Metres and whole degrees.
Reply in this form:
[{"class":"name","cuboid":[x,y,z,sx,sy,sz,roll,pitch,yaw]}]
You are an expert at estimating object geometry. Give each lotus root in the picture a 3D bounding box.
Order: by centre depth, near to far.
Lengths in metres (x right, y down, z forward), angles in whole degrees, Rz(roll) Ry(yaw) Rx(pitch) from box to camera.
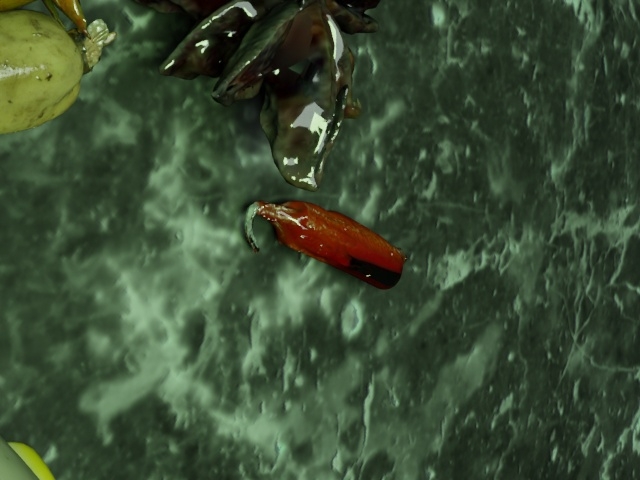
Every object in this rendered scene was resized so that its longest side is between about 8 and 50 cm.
[{"class":"lotus root","cuboid":[-0.185,-0.100,0.706,0.152,0.063,0.072,-25,103,-35]}]

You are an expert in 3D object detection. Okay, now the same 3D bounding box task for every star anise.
[{"class":"star anise","cuboid":[-0.031,-0.171,0.808,0.212,0.129,0.282,7,82,-50]}]

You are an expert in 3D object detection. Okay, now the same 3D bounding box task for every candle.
[{"class":"candle","cuboid":[0.000,0.000,0.916,0.162,0.048,0.053,25,44,-43]}]

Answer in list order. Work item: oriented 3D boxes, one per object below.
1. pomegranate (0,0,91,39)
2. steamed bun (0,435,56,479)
[{"class":"pomegranate","cuboid":[-0.169,-0.216,0.609,0.256,0.221,0.221,47,64,-45]},{"class":"steamed bun","cuboid":[-0.264,0.188,0.502,0.374,0.334,0.334,47,64,-43]}]
